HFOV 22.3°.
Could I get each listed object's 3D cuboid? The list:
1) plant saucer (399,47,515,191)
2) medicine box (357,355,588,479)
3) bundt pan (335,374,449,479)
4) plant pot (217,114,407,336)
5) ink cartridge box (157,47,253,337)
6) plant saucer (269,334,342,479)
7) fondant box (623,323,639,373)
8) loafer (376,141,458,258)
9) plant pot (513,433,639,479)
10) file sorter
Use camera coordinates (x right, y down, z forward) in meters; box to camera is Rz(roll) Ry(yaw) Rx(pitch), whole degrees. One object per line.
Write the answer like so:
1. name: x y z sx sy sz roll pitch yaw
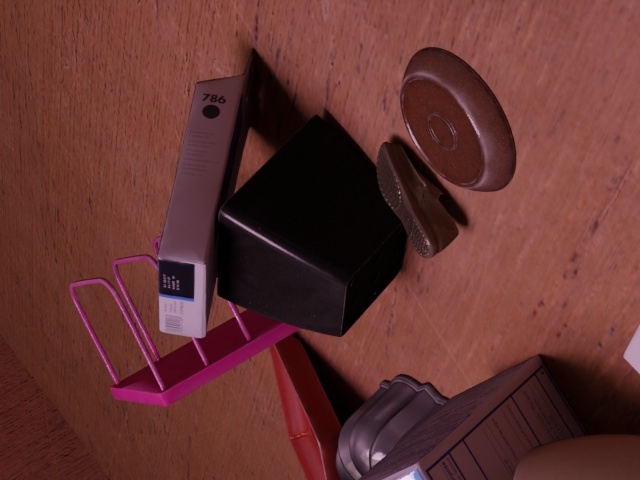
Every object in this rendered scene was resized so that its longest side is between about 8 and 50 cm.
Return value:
1. plant saucer: 0.135 -0.119 1.692 0.168 0.029 0.168 43 152 30
2. medicine box: 0.193 0.312 1.753 0.149 0.289 0.263 -32 90 40
3. bundt pan: 0.137 0.349 2.148 0.331 0.124 0.331 44 154 28
4. plant pot: 0.000 0.000 1.932 0.167 0.187 0.188 32 149 18
5. ink cartridge box: -0.139 -0.064 1.977 0.065 0.333 0.165 9 144 3
6. plant saucer: -0.005 0.284 2.359 0.258 0.047 0.259 -118 14 -48
7. fondant box: 0.402 0.082 1.336 0.238 0.096 0.330 48 156 21
8. loafer: 0.107 -0.047 1.812 0.148 0.050 0.056 66 157 21
9. plant pot: 0.338 0.307 1.576 0.191 0.284 0.284 -25 99 30
10. file sorter: -0.160 0.070 2.180 0.202 0.290 0.182 -6 111 64
